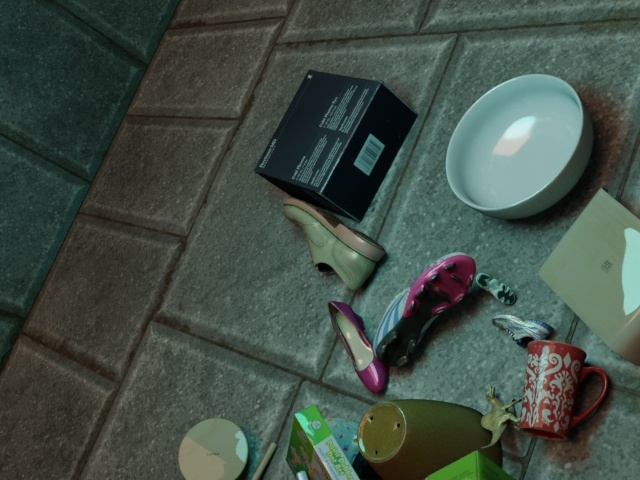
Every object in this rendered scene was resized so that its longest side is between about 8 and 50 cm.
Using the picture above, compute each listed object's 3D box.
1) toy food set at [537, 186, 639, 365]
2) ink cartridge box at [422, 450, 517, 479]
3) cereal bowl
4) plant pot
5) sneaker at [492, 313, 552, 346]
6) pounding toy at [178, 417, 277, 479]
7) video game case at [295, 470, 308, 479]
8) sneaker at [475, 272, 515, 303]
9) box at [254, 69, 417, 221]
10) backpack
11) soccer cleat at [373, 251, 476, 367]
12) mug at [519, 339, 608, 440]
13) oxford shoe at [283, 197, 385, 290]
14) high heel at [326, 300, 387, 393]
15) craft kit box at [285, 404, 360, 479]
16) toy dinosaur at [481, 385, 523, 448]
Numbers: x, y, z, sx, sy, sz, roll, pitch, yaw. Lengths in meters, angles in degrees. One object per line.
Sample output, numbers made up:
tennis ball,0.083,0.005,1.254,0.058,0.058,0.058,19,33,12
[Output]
toy food set,0.586,0.062,1.603,0.219,0.092,0.306,-57,38,19
ink cartridge box,0.258,0.525,1.523,0.255,0.189,0.097,-39,23,29
cereal bowl,0.457,-0.193,1.827,0.339,0.141,0.338,-23,52,32
plant pot,0.193,0.413,1.628,0.237,0.254,0.237,-24,52,34
sneaker,0.413,0.190,1.706,0.135,0.052,0.058,8,76,47
pounding toy,-0.238,0.567,2.088,0.237,0.110,0.182,18,66,19
video game case,-0.018,0.633,1.758,0.023,0.193,0.212,-12,53,-16
sneaker,0.383,0.102,1.794,0.038,0.098,0.069,-52,-3,6
box,0.038,-0.269,2.251,0.313,0.179,0.343,24,84,48
backpack,0.069,0.466,1.821,0.182,0.115,0.151,26,88,52
soccer cleat,0.220,0.136,1.850,0.331,0.116,0.143,-54,20,21
mug,0.454,0.288,1.553,0.150,0.113,0.169,-2,62,41
oxford shoe,0.000,0.000,2.159,0.397,0.141,0.146,35,99,51
high heel,0.082,0.249,1.938,0.082,0.117,0.244,-35,46,23
craft kit box,0.014,0.510,1.729,0.249,0.061,0.246,55,151,29
toy dinosaur,0.364,0.361,1.622,0.093,0.053,0.183,-13,26,19
